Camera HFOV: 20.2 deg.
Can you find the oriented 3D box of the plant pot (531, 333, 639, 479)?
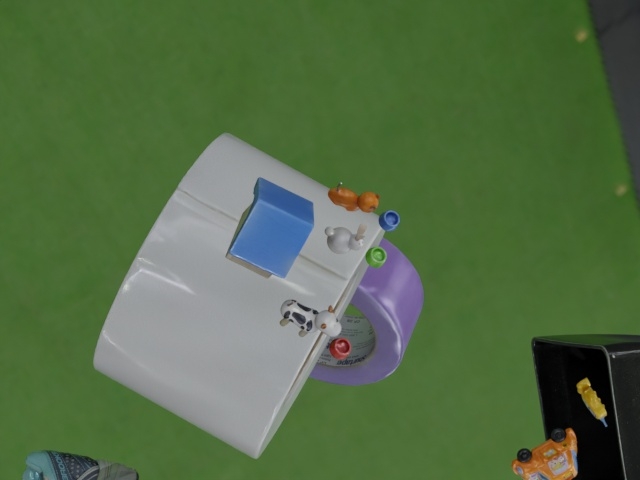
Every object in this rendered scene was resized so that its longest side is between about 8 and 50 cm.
[{"bbox_3d":[0.333,0.179,1.800,0.167,0.188,0.187,-9,92,-17],"label":"plant pot"}]

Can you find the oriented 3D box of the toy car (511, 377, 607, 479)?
[{"bbox_3d":[0.185,0.158,1.384,0.060,0.040,0.122,-22,153,-15],"label":"toy car"}]

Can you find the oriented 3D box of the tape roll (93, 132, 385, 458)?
[{"bbox_3d":[-0.070,0.048,1.597,0.246,0.169,0.246,-61,175,-9],"label":"tape roll"}]

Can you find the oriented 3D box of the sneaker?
[{"bbox_3d":[-0.268,0.319,1.679,0.122,0.283,0.110,21,137,-6],"label":"sneaker"}]

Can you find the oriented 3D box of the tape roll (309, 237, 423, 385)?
[{"bbox_3d":[0.014,0.069,1.979,0.189,0.189,0.080,90,19,-49],"label":"tape roll"}]

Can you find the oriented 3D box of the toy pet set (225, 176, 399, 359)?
[{"bbox_3d":[0.000,0.000,1.227,0.114,0.122,0.065,26,153,-12],"label":"toy pet set"}]
